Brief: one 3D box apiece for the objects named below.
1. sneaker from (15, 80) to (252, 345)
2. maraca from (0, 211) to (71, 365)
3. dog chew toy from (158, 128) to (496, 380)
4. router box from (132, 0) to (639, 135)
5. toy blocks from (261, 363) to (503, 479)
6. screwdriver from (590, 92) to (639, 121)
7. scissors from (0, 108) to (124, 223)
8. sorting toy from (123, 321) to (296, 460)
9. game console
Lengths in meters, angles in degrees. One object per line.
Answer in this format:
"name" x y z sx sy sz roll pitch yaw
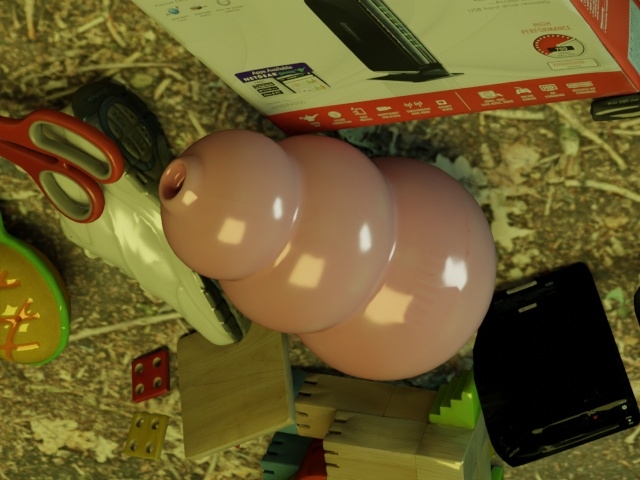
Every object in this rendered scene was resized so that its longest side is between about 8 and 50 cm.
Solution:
"sneaker" -0.169 -0.016 1.681 0.129 0.111 0.297 -23 113 32
"maraca" -0.317 0.041 1.743 0.127 0.099 0.186 -30 94 34
"dog chew toy" 0.000 0.000 1.551 0.332 0.207 0.206 23 131 -38
"router box" 0.046 -0.198 1.384 0.335 0.082 0.301 -5 155 30
"toy blocks" 0.044 0.284 1.850 0.261 0.191 0.381 7 129 18
"screwdriver" 0.325 -0.129 1.565 0.170 0.025 0.024 -10 126 5
"scissors" -0.308 -0.111 1.611 0.297 0.021 0.109 29 134 13
"sorting toy" -0.084 0.149 1.777 0.274 0.132 0.046 -23 149 28
"game console" 0.313 0.077 1.613 0.361 0.213 0.044 -20 123 9
